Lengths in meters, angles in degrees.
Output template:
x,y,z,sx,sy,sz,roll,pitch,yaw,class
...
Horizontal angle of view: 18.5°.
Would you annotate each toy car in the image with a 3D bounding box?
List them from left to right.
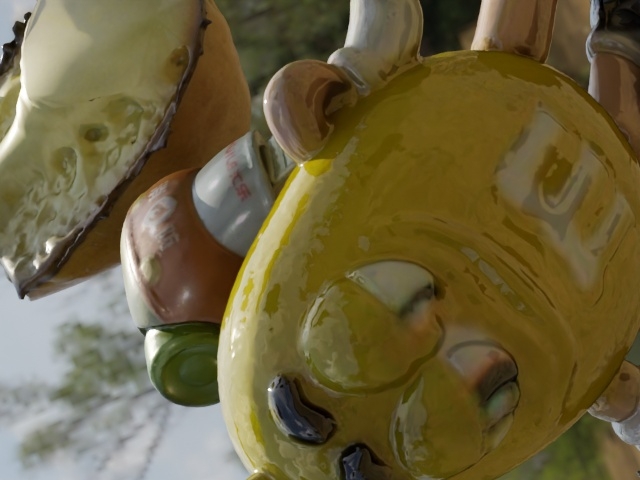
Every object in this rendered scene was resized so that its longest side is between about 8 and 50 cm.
x,y,z,sx,sy,sz,roll,pitch,yaw,class
0.000,0.000,1.237,0.145,0.235,0.235,-105,-11,-49,toy car

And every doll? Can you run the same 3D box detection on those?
x,y,z,sx,sy,sz,roll,pitch,yaw,class
0.116,-0.013,1.088,0.161,0.348,0.423,-24,59,60,doll

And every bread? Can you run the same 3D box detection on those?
x,y,z,sx,sy,sz,roll,pitch,yaw,class
-0.145,-0.082,1.406,0.163,0.262,0.204,20,-159,-43,bread

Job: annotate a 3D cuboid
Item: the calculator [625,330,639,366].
x,y,z,sx,sy,sz,roll,pitch,yaw,class
0.221,0.012,1.263,0.299,0.185,0.041,24,-178,-37,calculator
